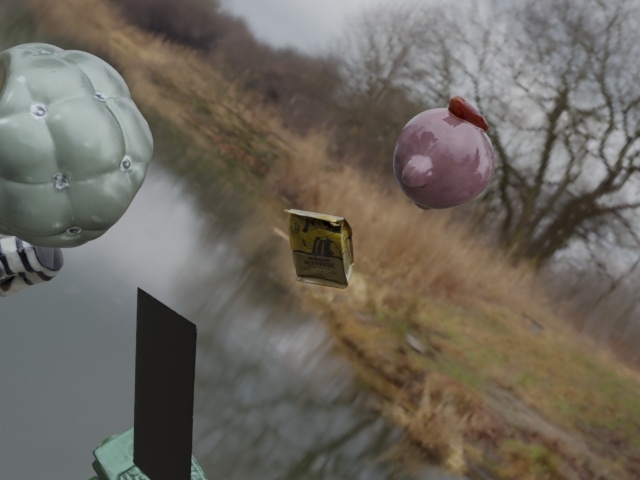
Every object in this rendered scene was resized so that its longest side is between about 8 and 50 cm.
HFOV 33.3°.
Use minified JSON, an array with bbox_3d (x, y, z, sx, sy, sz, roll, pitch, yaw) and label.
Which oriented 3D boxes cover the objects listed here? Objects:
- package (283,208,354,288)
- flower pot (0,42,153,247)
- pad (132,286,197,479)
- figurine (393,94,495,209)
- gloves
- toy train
[{"bbox_3d":[0.000,0.000,1.309,0.071,0.047,0.131,9,-41,19],"label":"package"},{"bbox_3d":[-0.328,-0.114,1.278,0.195,0.246,0.246,34,5,-35],"label":"flower pot"},{"bbox_3d":[-0.196,0.195,1.324,0.006,0.245,0.170,-6,17,-34],"label":"pad"},{"bbox_3d":[0.199,-0.132,1.745,0.173,0.173,0.173,36,5,-4],"label":"figurine"},{"bbox_3d":[-0.572,0.059,1.898,0.140,0.219,0.131,-79,149,-66],"label":"gloves"},{"bbox_3d":[-0.260,0.416,1.693,0.266,0.145,0.202,56,-30,7],"label":"toy train"}]
